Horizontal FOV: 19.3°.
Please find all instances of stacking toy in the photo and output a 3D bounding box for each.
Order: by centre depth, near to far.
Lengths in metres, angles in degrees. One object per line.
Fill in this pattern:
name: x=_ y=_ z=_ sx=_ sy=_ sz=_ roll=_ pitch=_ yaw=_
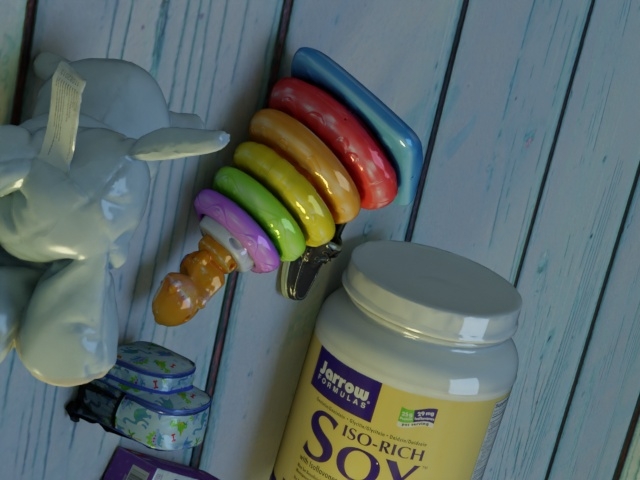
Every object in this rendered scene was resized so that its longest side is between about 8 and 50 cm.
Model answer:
stacking toy: x=-0.056 y=-0.027 z=1.827 sx=0.302 sy=0.166 sz=0.175 roll=-45 pitch=164 yaw=-14

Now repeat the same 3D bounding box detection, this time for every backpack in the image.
backpack: x=-0.163 y=0.148 z=1.790 sx=0.105 sy=0.114 sz=0.084 roll=-10 pitch=122 yaw=-60

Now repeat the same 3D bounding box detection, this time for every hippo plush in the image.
hippo plush: x=-0.219 y=-0.062 z=1.447 sx=0.236 sy=0.234 sz=0.294 roll=-82 pitch=-162 yaw=-58

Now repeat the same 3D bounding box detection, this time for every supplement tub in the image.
supplement tub: x=0.090 y=0.191 z=2.177 sx=0.241 sy=0.241 sz=0.331 roll=-19 pitch=129 yaw=-58

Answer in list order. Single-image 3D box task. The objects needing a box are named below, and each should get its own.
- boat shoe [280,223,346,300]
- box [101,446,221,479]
boat shoe: x=0.000 y=0.000 z=2.049 sx=0.056 sy=0.049 sz=0.152 roll=-10 pitch=122 yaw=-61
box: x=-0.211 y=0.369 z=1.967 sx=0.293 sy=0.057 sz=0.201 roll=-63 pitch=154 yaw=-3
